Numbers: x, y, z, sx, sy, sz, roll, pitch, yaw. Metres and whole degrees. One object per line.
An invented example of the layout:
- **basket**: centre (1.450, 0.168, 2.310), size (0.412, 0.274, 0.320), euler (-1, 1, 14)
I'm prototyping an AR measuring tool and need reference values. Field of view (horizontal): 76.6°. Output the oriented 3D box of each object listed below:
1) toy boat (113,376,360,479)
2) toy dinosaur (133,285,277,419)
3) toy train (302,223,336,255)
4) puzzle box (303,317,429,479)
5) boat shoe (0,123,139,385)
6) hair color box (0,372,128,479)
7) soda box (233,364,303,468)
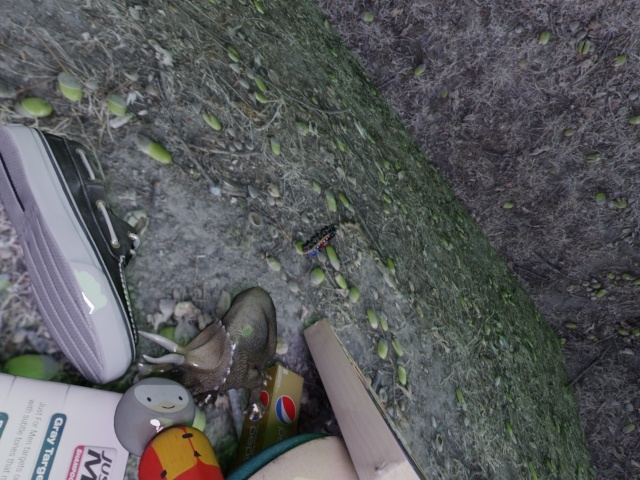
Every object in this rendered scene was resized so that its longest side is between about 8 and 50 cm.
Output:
- **toy boat**: centre (-0.091, 0.264, 0.411), size (0.268, 0.148, 0.318), euler (-35, 132, -21)
- **toy dinosaur**: centre (-0.106, 0.139, 0.576), size (0.121, 0.160, 0.313), euler (17, 27, 17)
- **toy train**: centre (0.000, 0.000, 0.957), size (0.158, 0.027, 0.036), euler (-41, 109, -57)
- **puzzle box**: centre (0.092, 0.293, 0.595), size (0.272, 0.052, 0.409), euler (57, -4, -13)
- **boat shoe**: centre (-0.281, 0.000, 0.494), size (0.119, 0.121, 0.335), euler (-13, 75, -54)
- **hair color box**: centre (-0.336, 0.181, 0.294), size (0.347, 0.105, 0.173), euler (30, 45, -37)
- **soda box**: centre (-0.076, 0.284, 0.598), size (0.058, 0.061, 0.181), euler (39, 39, -29)
